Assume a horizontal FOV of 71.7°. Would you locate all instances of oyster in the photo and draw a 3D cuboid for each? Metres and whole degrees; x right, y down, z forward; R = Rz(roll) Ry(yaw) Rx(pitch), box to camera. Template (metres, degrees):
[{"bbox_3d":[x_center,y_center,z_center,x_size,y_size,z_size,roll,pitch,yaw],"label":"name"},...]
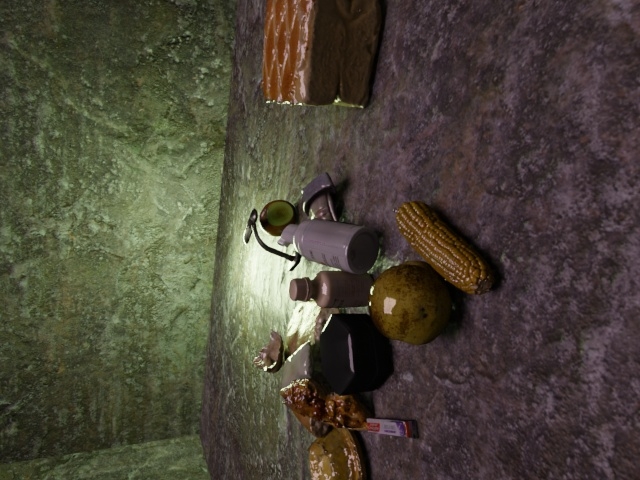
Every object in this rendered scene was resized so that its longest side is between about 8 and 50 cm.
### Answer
[{"bbox_3d":[-0.182,0.451,1.724,0.233,0.107,0.162,-50,22,50],"label":"oyster"}]

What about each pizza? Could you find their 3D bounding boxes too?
[{"bbox_3d":[0.015,0.506,1.345,0.086,0.305,0.161,-55,-27,-46],"label":"pizza"}]

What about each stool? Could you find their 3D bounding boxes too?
[{"bbox_3d":[0.098,0.329,1.304,0.232,0.141,0.232,-179,90,-65],"label":"stool"}]

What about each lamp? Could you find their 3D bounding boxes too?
[{"bbox_3d":[-0.214,0.026,1.859,0.124,0.283,0.203,-58,3,-36],"label":"lamp"}]

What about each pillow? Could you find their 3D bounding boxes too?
[{"bbox_3d":[-0.079,0.434,1.478,0.229,0.050,0.128,-53,31,43],"label":"pillow"}]

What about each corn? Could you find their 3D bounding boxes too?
[{"bbox_3d":[0.273,0.017,1.008,0.313,0.102,0.102,59,139,47],"label":"corn"}]

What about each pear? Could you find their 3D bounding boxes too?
[{"bbox_3d":[0.209,0.137,1.028,0.197,0.197,0.197,-178,90,-65],"label":"pear"}]

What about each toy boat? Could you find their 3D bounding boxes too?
[{"bbox_3d":[0.007,-0.077,1.575,0.276,0.111,0.294,170,91,-71],"label":"toy boat"}]

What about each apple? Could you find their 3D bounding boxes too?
[{"bbox_3d":[-0.188,-0.094,1.926,0.163,0.147,0.146,-44,51,54],"label":"apple"}]

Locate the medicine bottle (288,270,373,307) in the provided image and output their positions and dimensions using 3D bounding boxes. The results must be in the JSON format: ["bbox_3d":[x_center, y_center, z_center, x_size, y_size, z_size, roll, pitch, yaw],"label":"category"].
[{"bbox_3d":[0.031,0.145,1.327,0.114,0.252,0.114,-177,90,-65],"label":"medicine bottle"}]

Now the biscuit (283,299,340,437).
[{"bbox_3d":[-0.057,0.419,1.624,0.446,0.104,0.430,-178,95,-70],"label":"biscuit"}]

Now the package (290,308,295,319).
[{"bbox_3d":[-0.098,0.325,1.847,0.083,0.029,0.059,34,114,48],"label":"package"}]

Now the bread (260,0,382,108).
[{"bbox_3d":[-0.011,-0.626,1.441,0.371,0.279,0.390,34,118,59],"label":"bread"}]

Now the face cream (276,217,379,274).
[{"bbox_3d":[0.000,0.000,1.407,0.369,0.145,0.145,14,102,45],"label":"face cream"}]

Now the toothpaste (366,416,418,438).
[{"bbox_3d":[0.192,0.512,1.211,0.196,0.040,0.047,144,126,-60],"label":"toothpaste"}]

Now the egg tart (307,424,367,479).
[{"bbox_3d":[0.046,0.726,1.423,0.290,0.115,0.290,0,90,64],"label":"egg tart"}]
